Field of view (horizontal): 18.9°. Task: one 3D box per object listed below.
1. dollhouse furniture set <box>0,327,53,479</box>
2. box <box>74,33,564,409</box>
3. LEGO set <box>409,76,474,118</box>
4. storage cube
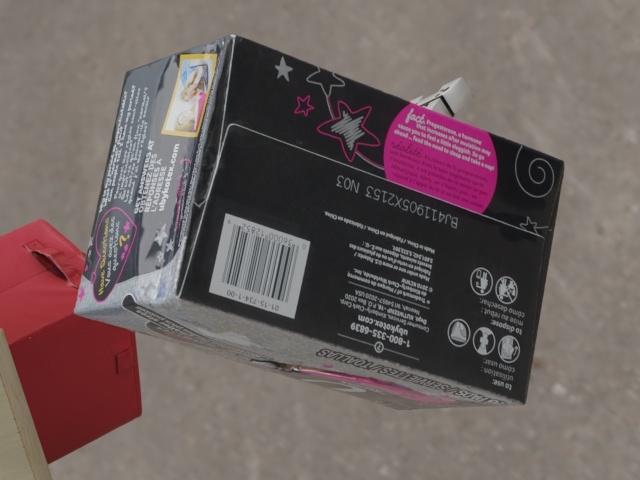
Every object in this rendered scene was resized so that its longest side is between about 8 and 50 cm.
[{"bbox_3d":[-0.325,0.228,1.410,0.303,0.198,0.286,-31,77,64],"label":"dollhouse furniture set"},{"bbox_3d":[0.000,0.000,1.157,0.142,0.247,0.163,-10,66,58],"label":"box"},{"bbox_3d":[0.026,-0.031,1.479,0.227,0.087,0.093,-24,18,35],"label":"LEGO set"},{"bbox_3d":[-0.331,0.124,2.122,0.193,0.215,0.184,-26,43,-32],"label":"storage cube"}]
